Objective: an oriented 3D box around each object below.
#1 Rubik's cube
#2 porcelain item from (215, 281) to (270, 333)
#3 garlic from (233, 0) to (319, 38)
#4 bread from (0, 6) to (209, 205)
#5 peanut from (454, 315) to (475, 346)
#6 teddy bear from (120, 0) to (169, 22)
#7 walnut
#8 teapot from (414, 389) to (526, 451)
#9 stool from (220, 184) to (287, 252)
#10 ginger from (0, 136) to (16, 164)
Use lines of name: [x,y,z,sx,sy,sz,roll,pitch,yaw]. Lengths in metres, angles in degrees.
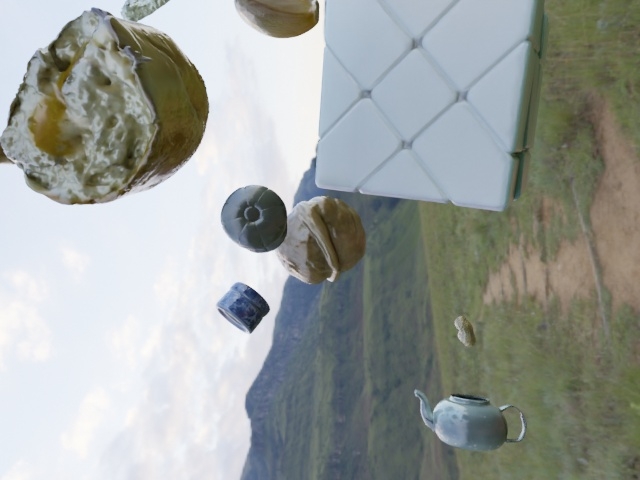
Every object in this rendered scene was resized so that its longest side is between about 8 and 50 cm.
Rubik's cube: [0.203,-0.239,0.839,0.315,0.318,0.322,-22,-62,-60]
porcelain item: [-0.241,0.208,1.514,0.114,0.147,0.147,-51,-25,-22]
garlic: [-0.125,-0.629,1.293,0.164,0.244,0.146,-154,65,-61]
bread: [-0.384,-0.253,1.007,0.361,0.250,0.394,-52,-1,19]
peanut: [0.458,0.288,1.527,0.054,0.053,0.113,-76,-36,-69]
teddy bear: [-0.624,-1.029,1.693,0.328,0.375,0.362,-108,-9,-51]
walnut: [0.000,0.000,1.546,0.285,0.296,0.286,156,90,-81]
teapot: [0.396,0.477,1.282,0.193,0.293,0.130,61,-147,-80]
stool: [-0.095,-0.028,0.729,0.110,0.096,0.096,77,-168,-79]
ginger: [-0.895,-0.332,1.563,0.166,0.375,0.237,-44,53,40]
